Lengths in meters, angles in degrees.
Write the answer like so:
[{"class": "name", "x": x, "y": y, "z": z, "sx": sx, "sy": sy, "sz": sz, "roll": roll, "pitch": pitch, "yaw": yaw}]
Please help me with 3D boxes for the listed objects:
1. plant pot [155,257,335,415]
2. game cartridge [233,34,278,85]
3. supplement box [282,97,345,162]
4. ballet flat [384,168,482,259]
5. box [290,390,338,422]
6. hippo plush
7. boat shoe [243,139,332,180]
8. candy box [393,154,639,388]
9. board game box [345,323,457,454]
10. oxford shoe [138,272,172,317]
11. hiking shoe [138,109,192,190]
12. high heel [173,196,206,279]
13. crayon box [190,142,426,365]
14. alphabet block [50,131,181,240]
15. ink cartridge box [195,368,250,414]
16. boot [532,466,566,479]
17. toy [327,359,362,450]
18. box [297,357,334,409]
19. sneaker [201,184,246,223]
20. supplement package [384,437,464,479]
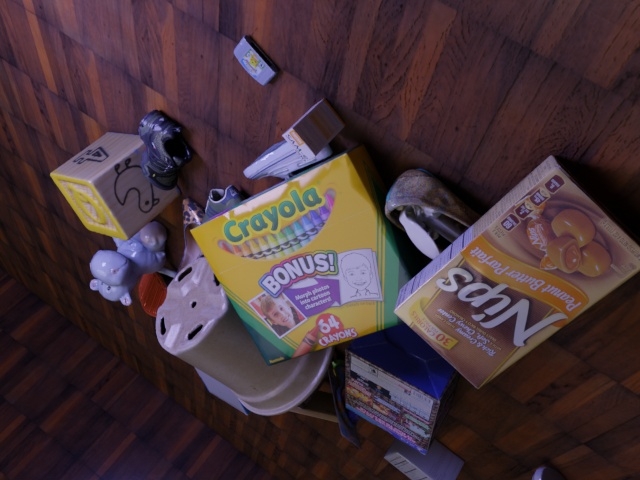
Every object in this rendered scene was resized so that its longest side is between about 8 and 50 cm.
[{"class": "plant pot", "x": -0.185, "y": 0.195, "z": 1.347, "sx": 0.334, "sy": 0.333, "sz": 0.305, "roll": 4, "pitch": 156, "yaw": 44}, {"class": "game cartridge", "x": -0.116, "y": -0.316, "z": 1.044, "sx": 0.083, "sy": 0.017, "sz": 0.056, "roll": 47, "pitch": 151, "yaw": -10}, {"class": "supplement box", "x": -0.010, "y": -0.188, "z": 1.010, "sx": 0.062, "sy": 0.098, "sz": 0.036, "roll": 50, "pitch": 147, "yaw": -14}, {"class": "ballet flat", "x": 0.252, "y": 0.018, "z": 0.975, "sx": 0.349, "sy": 0.123, "sz": 0.123, "roll": 37, "pitch": 148, "yaw": 5}, {"class": "box", "x": -0.005, "y": 0.476, "z": 1.724, "sx": 0.201, "sy": 0.021, "sz": 0.164, "roll": 13, "pitch": -173, "yaw": 1}, {"class": "hippo plush", "x": -0.603, "y": 0.058, "z": 1.789, "sx": 0.235, "sy": 0.236, "sz": 0.294, "roll": 28, "pitch": 145, "yaw": 19}, {"class": "boat shoe", "x": -0.067, "y": -0.148, "z": 1.132, "sx": 0.075, "sy": 0.083, "sz": 0.226, "roll": 51, "pitch": 146, "yaw": -14}, {"class": "candy box", "x": 0.284, "y": 0.053, "z": 0.868, "sx": 0.183, "sy": 0.087, "sz": 0.316, "roll": 43, "pitch": 114, "yaw": -3}, {"class": "board game box", "x": 0.191, "y": 0.334, "z": 1.392, "sx": 0.232, "sy": 0.141, "sz": 0.290, "roll": 26, "pitch": 145, "yaw": 22}, {"class": "oxford shoe", "x": -0.482, "y": 0.204, "z": 1.948, "sx": 0.133, "sy": 0.129, "sz": 0.364, "roll": 12, "pitch": -161, "yaw": -48}, {"class": "hiking shoe", "x": -0.355, "y": -0.188, "z": 1.378, "sx": 0.114, "sy": 0.086, "sz": 0.226, "roll": 32, "pitch": 146, "yaw": 20}, {"class": "high heel", "x": -0.334, "y": 0.020, "z": 1.473, "sx": 0.093, "sy": 0.186, "sz": 0.261, "roll": -24, "pitch": 88, "yaw": 38}, {"class": "crayon box", "x": -0.016, "y": 0.038, "z": 1.104, "sx": 0.363, "sy": 0.106, "sz": 0.313, "roll": -23, "pitch": 102, "yaw": 27}, {"class": "alphabet block", "x": -0.514, "y": -0.141, "z": 1.495, "sx": 0.194, "sy": 0.197, "sz": 0.192, "roll": 10, "pitch": 137, "yaw": 38}, {"class": "ink cartridge box", "x": -0.225, "y": 0.353, "z": 1.760, "sx": 0.168, "sy": 0.232, "sz": 0.171, "roll": 20, "pitch": 142, "yaw": 33}, {"class": "boot", "x": 0.553, "y": 0.642, "z": 1.432, "sx": 0.123, "sy": 0.095, "sz": 0.258, "roll": -21, "pitch": 115, "yaw": 47}, {"class": "toy", "x": 0.077, "y": 0.422, "z": 1.578, "sx": 0.056, "sy": 0.237, "sz": 0.137, "roll": -28, "pitch": 136, "yaw": 11}, {"class": "box", "x": -0.085, "y": 0.323, "z": 1.639, "sx": 0.167, "sy": 0.168, "sz": 0.203, "roll": 18, "pitch": 141, "yaw": 33}, {"class": "sneaker", "x": -0.238, "y": -0.086, "z": 1.411, "sx": 0.192, "sy": 0.064, "sz": 0.086, "roll": -10, "pitch": 115, "yaw": 50}, {"class": "supplement package", "x": 0.291, "y": 0.618, "z": 1.667, "sx": 0.179, "sy": 0.105, "sz": 0.105, "roll": 38, "pitch": 148, "yaw": 6}]
